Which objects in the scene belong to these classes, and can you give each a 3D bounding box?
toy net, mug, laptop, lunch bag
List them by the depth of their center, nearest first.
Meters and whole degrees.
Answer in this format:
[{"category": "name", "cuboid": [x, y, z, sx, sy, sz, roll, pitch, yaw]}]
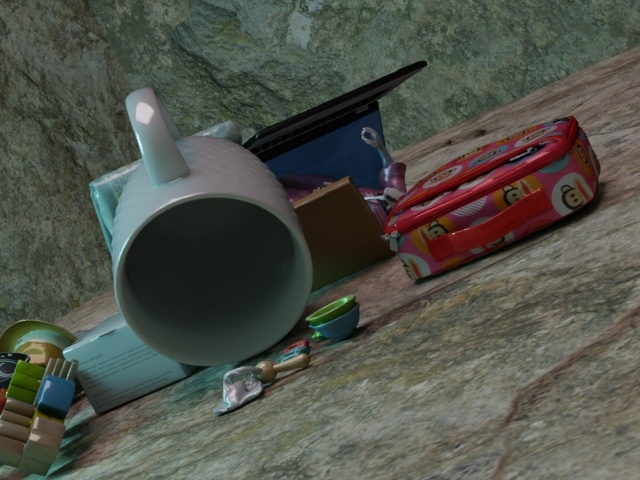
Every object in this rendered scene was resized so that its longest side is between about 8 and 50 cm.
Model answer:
[{"category": "toy net", "cuboid": [-0.052, 0.143, 1.420, 0.232, 0.045, 0.122, -30, 8, -27]}, {"category": "lunch bag", "cuboid": [0.234, -0.051, 1.545, 0.293, 0.120, 0.258, -26, 10, 23]}, {"category": "mug", "cuboid": [-0.189, -0.053, 1.659, 0.276, 0.374, 0.328, -23, 29, 1]}, {"category": "laptop", "cuboid": [0.024, -0.135, 2.242, 0.382, 0.236, 0.408, -27, 1, -22]}]

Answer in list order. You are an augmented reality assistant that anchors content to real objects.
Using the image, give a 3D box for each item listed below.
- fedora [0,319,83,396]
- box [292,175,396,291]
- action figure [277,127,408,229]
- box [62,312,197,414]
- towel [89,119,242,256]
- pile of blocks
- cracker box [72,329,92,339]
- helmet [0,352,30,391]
[{"category": "fedora", "cuboid": [-0.508, 0.234, 2.024, 0.194, 0.194, 0.079, -24, 23, 24]}, {"category": "box", "cuboid": [0.000, 0.000, 1.860, 0.201, 0.164, 0.021, -25, 31, 16]}, {"category": "action figure", "cuboid": [0.052, -0.036, 2.011, 0.370, 0.275, 0.248, 6, 34, 42]}, {"category": "box", "cuboid": [-0.280, 0.169, 1.804, 0.181, 0.119, 0.182, -24, 7, 20]}, {"category": "towel", "cuboid": [-0.272, -0.022, 2.290, 0.321, 0.374, 0.090, -29, 35, -23]}, {"category": "pile of blocks", "cuboid": [-0.425, 0.231, 1.616, 0.362, 0.113, 0.148, -179, 109, -75]}, {"category": "cracker box", "cuboid": [-0.553, 0.257, 2.435, 0.156, 0.067, 0.232, -30, 8, -23]}, {"category": "helmet", "cuboid": [-0.568, 0.275, 1.928, 0.162, 0.169, 0.169, -9, 8, 3]}]
